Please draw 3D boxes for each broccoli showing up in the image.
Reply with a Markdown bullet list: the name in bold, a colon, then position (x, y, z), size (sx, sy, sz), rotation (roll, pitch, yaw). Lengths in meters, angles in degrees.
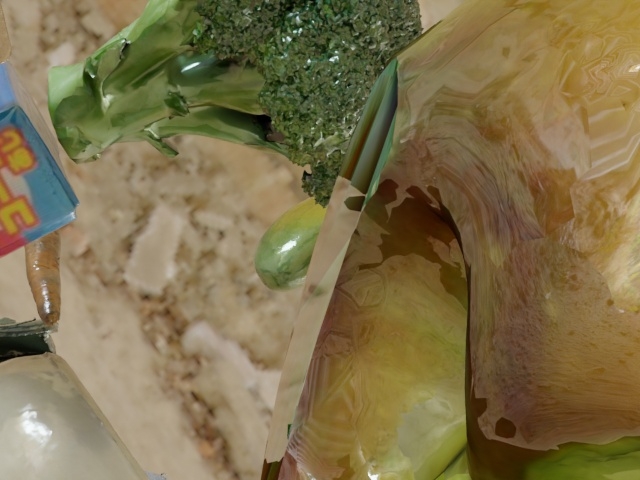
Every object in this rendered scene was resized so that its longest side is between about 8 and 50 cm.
- **broccoli**: position (-0.056, -0.125, 1.000), size (0.269, 0.269, 0.254), rotation (52, 14, -16)

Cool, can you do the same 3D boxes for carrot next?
- **carrot**: position (-0.250, 0.026, 1.296), size (0.035, 0.036, 0.165), rotation (47, 15, -35)

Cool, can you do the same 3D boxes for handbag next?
- **handbag**: position (-0.415, 0.124, 1.592), size (0.260, 0.248, 0.079), rotation (172, -83, -80)

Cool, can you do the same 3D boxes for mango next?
- **mango**: position (0.000, 0.000, 1.653), size (0.195, 0.130, 0.092), rotation (-38, 116, -46)

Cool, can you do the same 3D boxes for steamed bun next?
- **steamed bun**: position (-0.194, 0.201, 1.030), size (0.232, 0.145, 0.232), rotation (52, -13, 17)

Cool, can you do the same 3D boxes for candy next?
- **candy**: position (-0.333, -0.011, 1.016), size (0.100, 0.306, 0.157), rotation (64, -5, -27)

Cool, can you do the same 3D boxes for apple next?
- **apple**: position (0.161, 0.064, 0.445), size (0.374, 0.374, 0.384), rotation (50, 12, -22)

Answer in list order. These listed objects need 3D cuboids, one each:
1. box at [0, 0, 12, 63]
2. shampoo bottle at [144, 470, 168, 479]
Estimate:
- **box**: position (-0.252, -0.136, 0.877), size (0.062, 0.122, 0.089), rotation (36, -39, 48)
- **shampoo bottle**: position (-0.273, 0.267, 1.564), size (0.214, 0.072, 0.072), rotation (18, 29, -26)
